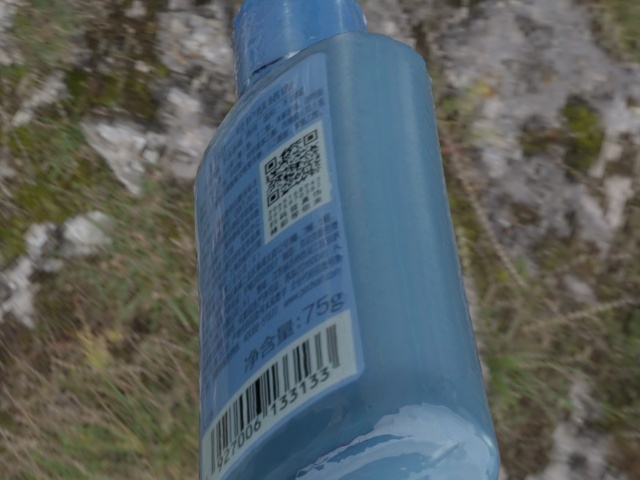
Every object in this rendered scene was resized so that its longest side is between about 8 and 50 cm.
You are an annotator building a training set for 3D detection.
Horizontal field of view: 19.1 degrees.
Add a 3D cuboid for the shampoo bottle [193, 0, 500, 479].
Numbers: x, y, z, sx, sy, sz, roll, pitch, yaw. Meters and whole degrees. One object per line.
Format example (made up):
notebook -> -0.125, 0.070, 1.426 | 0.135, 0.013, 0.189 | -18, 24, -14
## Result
shampoo bottle -> 0.000, 0.000, 0.626 | 0.061, 0.258, 0.104 | 31, 122, -27
